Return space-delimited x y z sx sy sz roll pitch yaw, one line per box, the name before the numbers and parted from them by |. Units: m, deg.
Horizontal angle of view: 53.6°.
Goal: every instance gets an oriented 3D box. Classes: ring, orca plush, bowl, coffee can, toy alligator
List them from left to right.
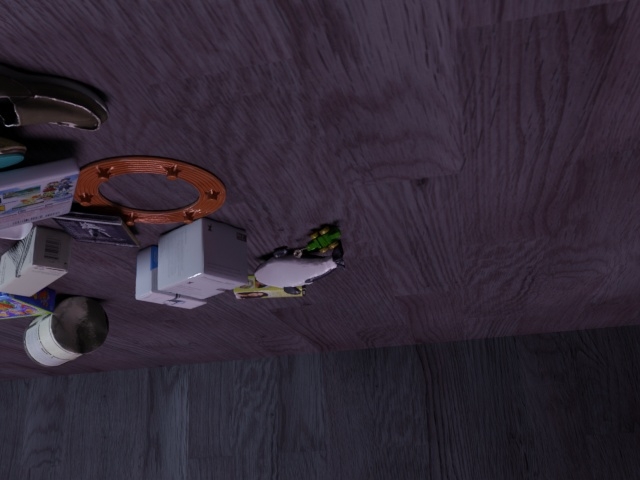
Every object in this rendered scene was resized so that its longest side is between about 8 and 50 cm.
bowl | -0.734 -0.054 1.438 0.142 0.053 0.142 10 156 -33
coffee can | -0.893 0.323 2.219 0.201 0.201 0.275 14 154 -38
ring | -0.379 -0.096 1.406 0.337 0.032 0.336 -2 161 -1
orca plush | -0.052 0.058 1.842 0.287 0.102 0.151 -28 105 29
toy alligator | 0.000 0.000 1.696 0.190 0.056 0.051 -26 -170 46

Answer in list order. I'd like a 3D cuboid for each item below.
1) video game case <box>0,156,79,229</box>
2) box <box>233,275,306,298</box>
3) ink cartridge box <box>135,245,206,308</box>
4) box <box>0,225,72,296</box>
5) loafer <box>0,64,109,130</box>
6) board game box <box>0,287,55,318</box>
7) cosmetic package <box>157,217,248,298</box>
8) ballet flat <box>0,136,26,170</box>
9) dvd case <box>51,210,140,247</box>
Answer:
video game case | -0.648 -0.066 1.230 0.329 0.036 0.300 -17 175 -28
box | -0.162 0.149 2.060 0.232 0.058 0.087 -3 160 0
ink cartridge box | -0.419 0.107 1.791 0.082 0.139 0.191 -22 153 38
box | -0.752 0.059 1.660 0.094 0.113 0.275 16 152 -40
loafer | -0.463 -0.211 0.999 0.251 0.087 0.094 10 156 -32
board game box | -1.062 0.185 2.000 0.347 0.078 0.233 -7 159 10
cosmetic package | -0.304 0.050 1.636 0.184 0.151 0.151 -19 155 37
ballet flat | -0.689 -0.138 1.117 0.348 0.123 0.123 -21 156 12
dvd case | -0.543 -0.027 1.541 0.164 0.018 0.221 6 164 -2
